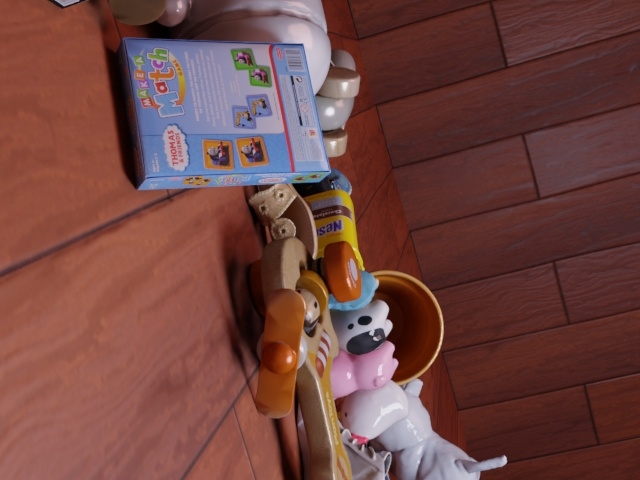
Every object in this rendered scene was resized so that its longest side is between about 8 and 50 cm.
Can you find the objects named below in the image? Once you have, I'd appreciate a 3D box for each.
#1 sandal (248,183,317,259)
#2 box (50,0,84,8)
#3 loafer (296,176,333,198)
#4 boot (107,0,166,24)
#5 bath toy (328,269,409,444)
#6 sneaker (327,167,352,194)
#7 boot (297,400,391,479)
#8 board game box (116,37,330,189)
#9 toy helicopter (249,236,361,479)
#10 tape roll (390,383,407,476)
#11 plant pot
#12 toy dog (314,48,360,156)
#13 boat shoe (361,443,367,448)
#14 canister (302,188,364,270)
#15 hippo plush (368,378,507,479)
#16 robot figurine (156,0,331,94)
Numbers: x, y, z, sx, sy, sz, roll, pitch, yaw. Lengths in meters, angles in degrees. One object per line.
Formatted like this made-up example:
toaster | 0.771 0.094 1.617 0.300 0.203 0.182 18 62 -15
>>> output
sandal | -0.079 -0.064 1.366 0.079 0.088 0.240 13 50 -42
box | -0.263 -0.281 0.766 0.207 0.036 0.114 10 66 -78
loafer | -0.003 -0.062 1.662 0.078 0.076 0.223 49 25 -51
boot | -0.194 -0.380 0.889 0.283 0.109 0.220 103 -28 -64
bath toy | 0.041 0.195 1.446 0.129 0.151 0.348 -50 138 -33
sneaker | 0.025 -0.107 1.897 0.162 0.063 0.073 -90 158 -53
boot | 0.041 0.309 1.292 0.095 0.123 0.258 61 18 -53
board game box | -0.104 -0.138 0.990 0.039 0.211 0.160 -35 -117 58
toy helicopter | -0.014 0.171 1.180 0.235 0.140 0.355 -3 81 -76
tape roll | 0.176 0.396 1.981 0.219 0.072 0.219 -13 90 -79
plant pot | 0.109 0.155 1.693 0.188 0.205 0.205 169 -93 -86
toy dog | -0.017 -0.276 1.702 0.334 0.161 0.220 -98 -161 -82
boat shoe | 0.049 0.355 1.490 0.142 0.040 0.049 -56 131 -75
canister | 0.000 0.000 1.483 0.170 0.126 0.073 -94 165 -51
hippo plush | 0.156 0.405 1.681 0.236 0.234 0.294 47 -12 15
robot figurine | -0.098 -0.299 1.171 0.300 0.199 0.354 7 66 -46
